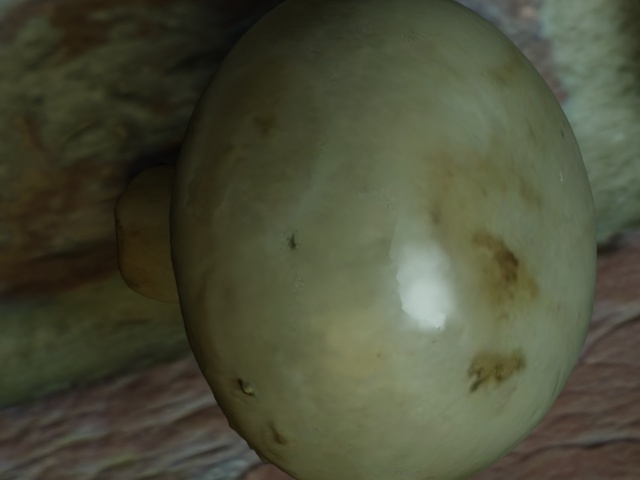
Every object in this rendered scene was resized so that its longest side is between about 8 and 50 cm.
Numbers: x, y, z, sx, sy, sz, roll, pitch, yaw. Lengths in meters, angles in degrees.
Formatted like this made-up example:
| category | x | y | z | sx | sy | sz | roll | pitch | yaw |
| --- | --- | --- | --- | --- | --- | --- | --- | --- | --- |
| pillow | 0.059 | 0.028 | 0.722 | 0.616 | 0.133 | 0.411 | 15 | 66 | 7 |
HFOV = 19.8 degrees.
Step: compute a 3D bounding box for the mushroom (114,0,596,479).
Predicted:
| category | x | y | z | sx | sy | sz | roll | pitch | yaw |
| --- | --- | --- | --- | --- | --- | --- | --- | --- | --- |
| mushroom | 0.000 | 0.000 | 0.749 | 0.215 | 0.207 | 0.207 | 0 | 140 | 39 |
